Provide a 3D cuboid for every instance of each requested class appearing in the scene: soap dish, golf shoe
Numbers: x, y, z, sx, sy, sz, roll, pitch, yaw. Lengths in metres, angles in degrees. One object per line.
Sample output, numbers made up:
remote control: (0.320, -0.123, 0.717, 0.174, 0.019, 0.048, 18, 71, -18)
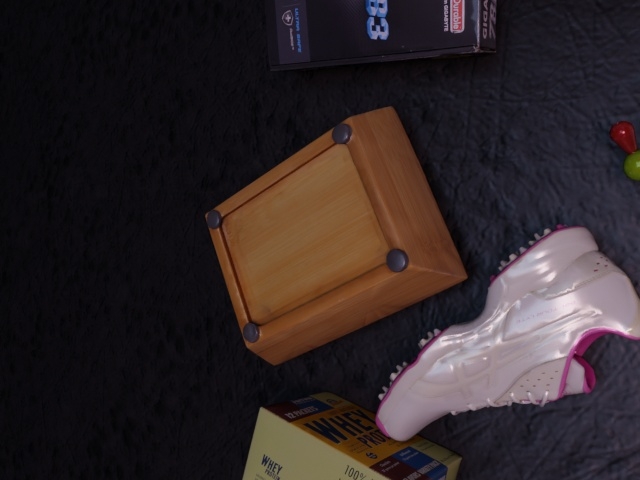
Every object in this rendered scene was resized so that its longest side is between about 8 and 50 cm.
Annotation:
soap dish: (0.000, 0.000, 0.718, 0.290, 0.118, 0.229, -29, 70, 28)
golf shoe: (0.182, 0.127, 0.591, 0.306, 0.115, 0.140, -49, 65, 22)

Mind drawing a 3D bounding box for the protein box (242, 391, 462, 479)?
protein box: (0.022, 0.310, 0.666, 0.199, 0.136, 0.201, 17, 96, 35)

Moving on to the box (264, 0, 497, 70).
box: (0.060, -0.360, 0.694, 0.293, 0.073, 0.296, 8, 107, 35)

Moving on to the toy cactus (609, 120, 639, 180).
toy cactus: (0.377, -0.058, 0.494, 0.219, 0.112, 0.181, -13, 98, 30)
